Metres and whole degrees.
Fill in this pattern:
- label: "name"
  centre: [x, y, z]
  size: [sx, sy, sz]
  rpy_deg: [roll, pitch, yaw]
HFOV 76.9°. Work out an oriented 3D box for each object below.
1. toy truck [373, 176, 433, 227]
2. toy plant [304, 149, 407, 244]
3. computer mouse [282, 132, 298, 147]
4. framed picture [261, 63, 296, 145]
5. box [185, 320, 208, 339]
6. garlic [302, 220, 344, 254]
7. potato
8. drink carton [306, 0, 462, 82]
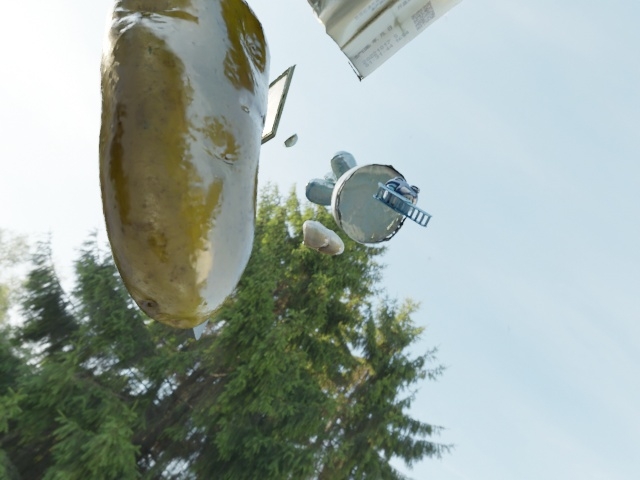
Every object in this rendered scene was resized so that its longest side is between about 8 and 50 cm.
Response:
- label: "toy truck"
  centre: [0.181, -0.078, 0.837]
  size: [0.136, 0.074, 0.063]
  rpy_deg: [35, -57, 26]
- label: "toy plant"
  centre: [0.089, -0.141, 1.224]
  size: [0.332, 0.246, 0.248]
  rpy_deg: [38, -34, 62]
- label: "computer mouse"
  centre: [-0.105, -0.348, 1.425]
  size: [0.032, 0.055, 0.110]
  rpy_deg: [55, -6, -11]
- label: "framed picture"
  centre: [-0.165, -0.340, 1.102]
  size: [0.017, 0.217, 0.274]
  rpy_deg: [22, -18, -32]
- label: "box"
  centre: [-0.342, 0.207, 1.134]
  size: [0.031, 0.126, 0.091]
  rpy_deg: [6, -51, 8]
- label: "garlic"
  centre: [0.007, -0.007, 1.409]
  size: [0.174, 0.099, 0.124]
  rpy_deg: [25, -2, -21]
- label: "potato"
  centre: [-0.131, -0.103, 0.401]
  size: [0.195, 0.176, 0.370]
  rpy_deg: [-35, -129, 53]
- label: "drink carton"
  centre: [0.043, -0.424, 0.567]
  size: [0.194, 0.132, 0.325]
  rpy_deg: [-34, -114, 21]
